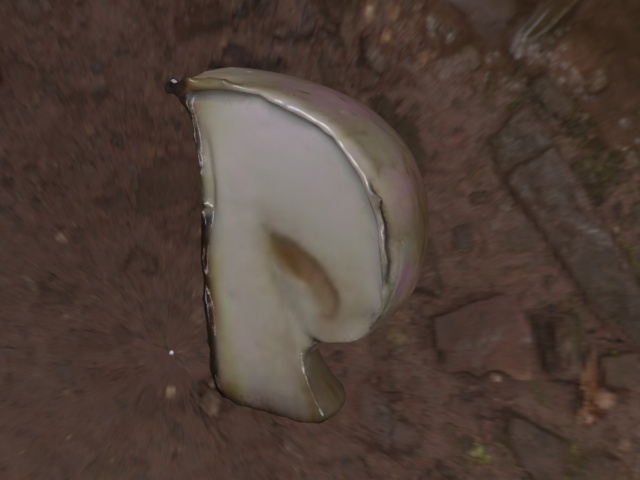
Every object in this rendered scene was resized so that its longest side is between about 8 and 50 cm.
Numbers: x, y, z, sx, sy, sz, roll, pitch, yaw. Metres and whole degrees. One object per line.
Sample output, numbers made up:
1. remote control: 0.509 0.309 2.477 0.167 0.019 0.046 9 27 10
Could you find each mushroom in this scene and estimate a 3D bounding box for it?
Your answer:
1. mushroom: 0.023 -0.008 1.087 0.162 0.173 0.236 4 106 36
